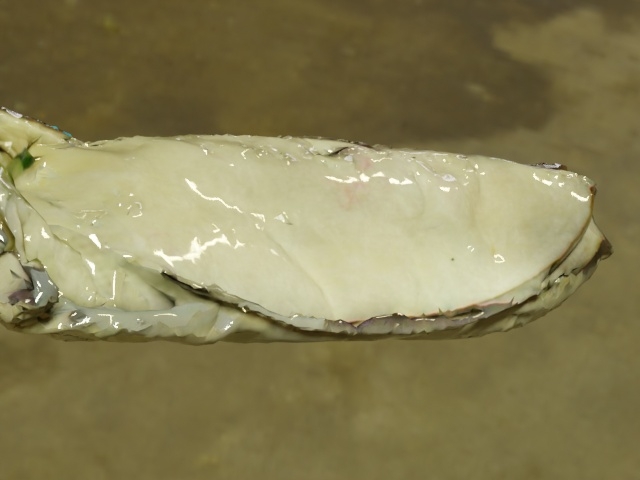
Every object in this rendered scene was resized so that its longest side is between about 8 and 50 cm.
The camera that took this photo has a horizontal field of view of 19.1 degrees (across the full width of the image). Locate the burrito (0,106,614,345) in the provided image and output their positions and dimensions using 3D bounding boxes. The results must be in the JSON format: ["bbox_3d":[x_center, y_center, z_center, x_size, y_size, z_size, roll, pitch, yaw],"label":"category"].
[{"bbox_3d":[-0.002,0.000,0.498,0.229,0.058,0.063,5,1,-42],"label":"burrito"}]
